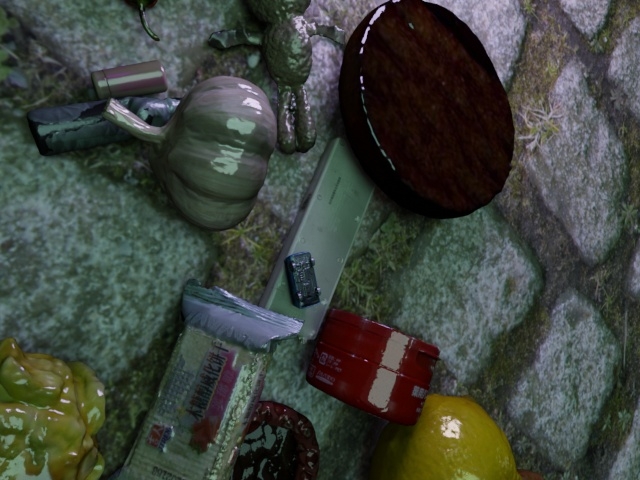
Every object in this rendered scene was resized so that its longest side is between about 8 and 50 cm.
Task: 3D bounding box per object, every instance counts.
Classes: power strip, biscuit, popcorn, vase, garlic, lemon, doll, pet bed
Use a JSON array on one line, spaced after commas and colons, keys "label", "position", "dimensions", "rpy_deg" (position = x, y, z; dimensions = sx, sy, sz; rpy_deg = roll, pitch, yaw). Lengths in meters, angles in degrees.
[{"label": "power strip", "position": [0.000, 0.000, 0.772], "dimensions": [0.106, 0.043, 0.368], "rpy_deg": [28, 75, -22]}, {"label": "biscuit", "position": [0.202, -0.235, 0.843], "dimensions": [0.407, 0.091, 0.408], "rpy_deg": [8, 76, -33]}, {"label": "popcorn", "position": [-0.342, 0.230, 0.516], "dimensions": [0.216, 0.181, 0.235], "rpy_deg": [22, 83, -25]}, {"label": "vase", "position": [-0.280, -0.168, 0.634], "dimensions": [0.211, 0.060, 0.060], "rpy_deg": [-23, 97, -30]}, {"label": "garlic", "position": [-0.178, -0.124, 0.608], "dimensions": [0.211, 0.218, 0.219], "rpy_deg": [12, 82, -25]}, {"label": "lemon", "position": [0.194, 0.390, 0.748], "dimensions": [0.233, 0.233, 0.288], "rpy_deg": [29, 71, -22]}, {"label": "biscuit", "position": [-0.164, 0.224, 0.639], "dimensions": [0.185, 0.079, 0.309], "rpy_deg": [19, 78, 10]}, {"label": "doll", "position": [-0.045, -0.301, 0.743], "dimensions": [0.202, 0.091, 0.286], "rpy_deg": [-32, 91, 10]}, {"label": "pet bed", "position": [-0.090, 0.346, 0.706], "dimensions": [0.201, 0.053, 0.202], "rpy_deg": [2, 86, -31]}]

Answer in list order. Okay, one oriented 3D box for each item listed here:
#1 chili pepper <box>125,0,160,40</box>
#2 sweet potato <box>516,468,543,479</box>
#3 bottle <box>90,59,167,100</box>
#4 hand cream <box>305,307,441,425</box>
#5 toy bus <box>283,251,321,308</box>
[{"label": "chili pepper", "position": [-0.272, -0.420, 0.653], "dimensions": [0.071, 0.063, 0.273], "rpy_deg": [-18, 92, -38]}, {"label": "sweet potato", "position": [0.275, 0.554, 0.851], "dimensions": [0.385, 0.109, 0.109], "rpy_deg": [-26, 99, -19]}, {"label": "bottle", "position": [-0.270, -0.225, 0.651], "dimensions": [0.096, 0.045, 0.045], "rpy_deg": [-21, 96, -23]}, {"label": "hand cream", "position": [0.081, 0.195, 0.720], "dimensions": [0.193, 0.193, 0.126], "rpy_deg": [25, 80, -23]}, {"label": "toy bus", "position": [-0.030, 0.060, 0.705], "dimensions": [0.038, 0.046, 0.083], "rpy_deg": [-14, 96, -26]}]
